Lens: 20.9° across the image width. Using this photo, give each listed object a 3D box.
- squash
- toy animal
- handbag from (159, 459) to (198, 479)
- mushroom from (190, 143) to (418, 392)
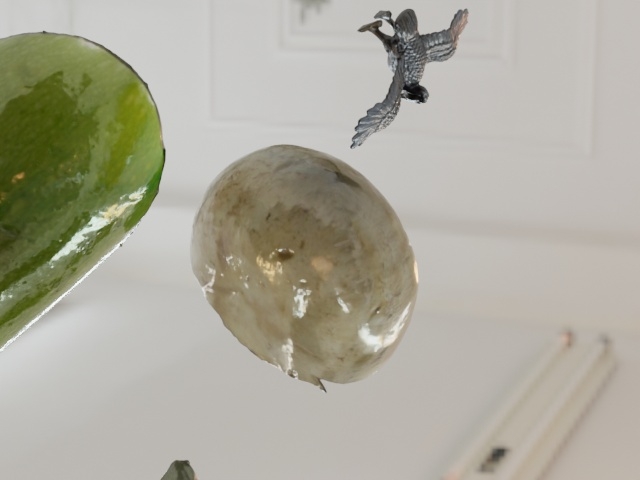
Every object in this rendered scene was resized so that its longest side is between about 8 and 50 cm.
[{"bbox_3d":[-0.285,-0.051,1.532,0.309,0.233,0.210,-43,-172,-3],"label":"squash"},{"bbox_3d":[0.084,-0.178,1.708,0.062,0.108,0.220,3,-141,46],"label":"toy animal"},{"bbox_3d":[-0.173,0.398,1.614,0.109,0.253,0.316,-5,-149,42],"label":"handbag"},{"bbox_3d":[0.000,0.000,1.722,0.195,0.189,0.253,-32,-112,-36],"label":"mushroom"}]
